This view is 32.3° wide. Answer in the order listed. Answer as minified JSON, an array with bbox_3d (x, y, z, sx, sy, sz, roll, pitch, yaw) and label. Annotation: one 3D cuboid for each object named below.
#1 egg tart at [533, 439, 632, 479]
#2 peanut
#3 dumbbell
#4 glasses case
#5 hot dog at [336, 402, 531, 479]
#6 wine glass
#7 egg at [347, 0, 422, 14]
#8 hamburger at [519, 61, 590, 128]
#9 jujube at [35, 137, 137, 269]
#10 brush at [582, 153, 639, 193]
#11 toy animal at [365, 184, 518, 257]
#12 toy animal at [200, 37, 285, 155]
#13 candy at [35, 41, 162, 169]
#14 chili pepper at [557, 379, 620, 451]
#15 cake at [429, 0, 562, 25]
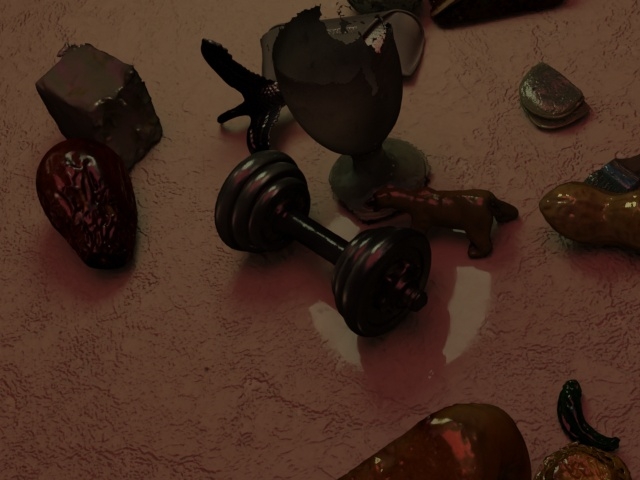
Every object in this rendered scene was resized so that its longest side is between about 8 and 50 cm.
[{"bbox_3d":[0.336,0.313,1.425,0.130,0.052,0.130,-10,52,14],"label":"egg tart"},{"bbox_3d":[0.436,-0.035,1.620,0.230,0.103,0.098,7,45,19],"label":"peanut"},{"bbox_3d":[0.000,0.000,1.685,0.406,0.179,0.179,31,68,34],"label":"dumbbell"},{"bbox_3d":[0.028,-0.343,1.992,0.308,0.083,0.128,-4,53,15],"label":"glasses case"},{"bbox_3d":[0.094,0.379,1.329,0.405,0.185,0.223,-37,73,17],"label":"hot dog"},{"bbox_3d":[0.051,-0.198,1.705,0.191,0.357,0.190,-9,49,11],"label":"wine glass"},{"bbox_3d":[0.113,-0.469,2.030,0.172,0.132,0.132,12,58,39],"label":"egg"},{"bbox_3d":[0.375,-0.229,1.820,0.084,0.054,0.121,-39,60,-15],"label":"hamburger"},{"bbox_3d":[-0.390,-0.059,1.869,0.168,0.168,0.236,-21,68,1],"label":"jujube"},{"bbox_3d":[0.496,-0.123,1.720,0.196,0.021,0.070,-38,54,-12],"label":"brush"},{"bbox_3d":[0.187,-0.045,1.708,0.219,0.101,0.103,6,58,21],"label":"toy animal"},{"bbox_3d":[-0.104,-0.230,1.940,0.160,0.197,0.272,-23,93,-21],"label":"toy animal"},{"bbox_3d":[-0.398,-0.244,1.992,0.195,0.184,0.137,29,63,33],"label":"candy"},{"bbox_3d":[0.349,0.241,1.486,0.055,0.035,0.118,-38,47,9],"label":"chili pepper"},{"bbox_3d":[0.330,-0.450,2.006,0.246,0.135,0.112,-35,32,28],"label":"cake"}]
